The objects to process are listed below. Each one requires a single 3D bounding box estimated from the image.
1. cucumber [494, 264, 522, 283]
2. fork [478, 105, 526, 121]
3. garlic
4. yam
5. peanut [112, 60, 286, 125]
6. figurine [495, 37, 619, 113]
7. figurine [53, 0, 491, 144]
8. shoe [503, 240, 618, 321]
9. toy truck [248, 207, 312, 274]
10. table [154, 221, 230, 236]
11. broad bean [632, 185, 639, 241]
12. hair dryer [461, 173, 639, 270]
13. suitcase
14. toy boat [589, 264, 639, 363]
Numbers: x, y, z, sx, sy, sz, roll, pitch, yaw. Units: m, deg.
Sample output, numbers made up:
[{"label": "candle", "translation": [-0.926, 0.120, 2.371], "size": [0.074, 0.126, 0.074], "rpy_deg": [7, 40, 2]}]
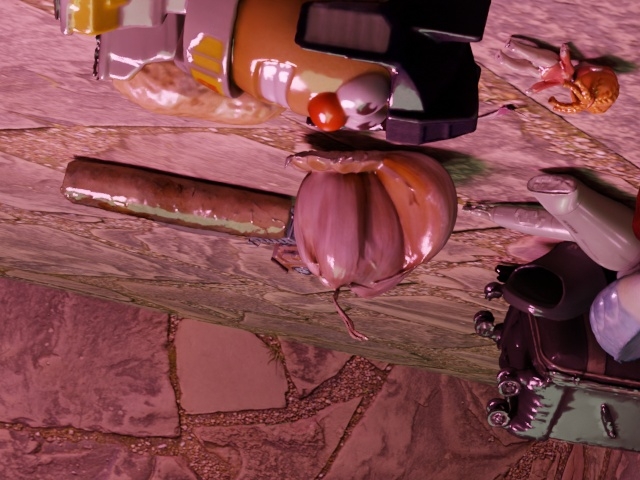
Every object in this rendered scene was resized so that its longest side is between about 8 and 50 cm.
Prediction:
[{"label": "cucumber", "translation": [0.337, 0.058, 1.925], "size": [0.135, 0.033, 0.034], "rpy_deg": [11, 140, -15]}, {"label": "fork", "translation": [0.165, -0.121, 1.210], "size": [0.016, 0.012, 0.115], "rpy_deg": [19, 171, -25]}, {"label": "garlic", "translation": [0.033, -0.018, 1.371], "size": [0.207, 0.256, 0.207], "rpy_deg": [10, 126, 14]}, {"label": "yam", "translation": [-0.192, -0.054, 1.684], "size": [0.318, 0.071, 0.067], "rpy_deg": [10, -154, -8]}, {"label": "peanut", "translation": [-0.105, -0.146, 1.127], "size": [0.175, 0.080, 0.080], "rpy_deg": [8, 170, -16]}, {"label": "figurine", "translation": [0.196, -0.135, 1.023], "size": [0.109, 0.047, 0.064], "rpy_deg": [19, 143, -17]}, {"label": "figurine", "translation": [-0.023, -0.152, 0.846], "size": [0.309, 0.143, 0.308], "rpy_deg": [9, -173, -1]}, {"label": "shoe", "translation": [0.353, 0.042, 1.721], "size": [0.241, 0.093, 0.108], "rpy_deg": [-8, -154, -38]}, {"label": "toy truck", "translation": [0.000, -0.001, 1.782], "size": [0.178, 0.080, 0.115], "rpy_deg": [2, 157, 40]}, {"label": "table", "translation": [-0.178, -0.041, 1.796], "size": [0.134, 0.043, 0.133], "rpy_deg": [9, 169, 2]}, {"label": "broad bean", "translation": [0.383, -0.037, 1.268], "size": [0.114, 0.084, 0.165], "rpy_deg": [21, 165, 3]}, {"label": "hair dryer", "translation": [0.254, -0.036, 1.484], "size": [0.237, 0.075, 0.206], "rpy_deg": [9, 165, 45]}, {"label": "suitcase", "translation": [0.460, 0.177, 1.835], "size": [0.434, 0.283, 0.194], "rpy_deg": [11, 124, -6]}, {"label": "toy boat", "translation": [0.439, 0.054, 1.576], "size": [0.215, 0.123, 0.330], "rpy_deg": [-27, 163, 1]}]
